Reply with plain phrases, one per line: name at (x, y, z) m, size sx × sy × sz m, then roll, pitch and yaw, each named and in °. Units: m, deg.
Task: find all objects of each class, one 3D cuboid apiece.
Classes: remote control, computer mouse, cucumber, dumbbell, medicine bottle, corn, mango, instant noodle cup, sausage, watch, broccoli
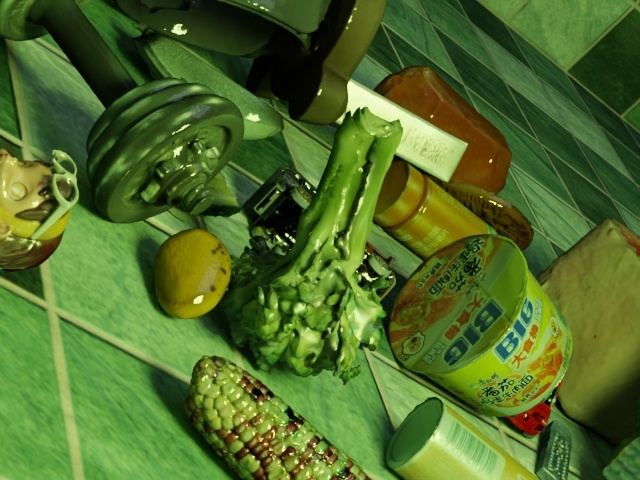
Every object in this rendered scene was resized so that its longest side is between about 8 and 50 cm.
remote control at (0.302, 0.277, 2.092) m, size 0.043 × 0.027 × 0.152 m, roll 50°, pitch 20°, yaw -7°
computer mouse at (-0.151, -0.185, 2.008) m, size 0.229 × 0.068 × 0.113 m, roll 33°, pitch -1°, yaw 0°
cucumber at (-0.144, -0.053, 1.794) m, size 0.107 × 0.035 × 0.067 m, roll 11°, pitch 40°, yaw -46°
dumbbell at (-0.234, -0.187, 1.672) m, size 0.406 × 0.179 × 0.179 m, roll 53°, pitch 20°, yaw 16°
medicine bottle at (0.256, 0.329, 1.772) m, size 0.426 × 0.108 × 0.108 m, roll 40°, pitch 20°, yaw -14°
corn at (-0.027, 0.203, 1.466) m, size 0.253 × 0.086 × 0.086 m, roll 42°, pitch 19°, yaw -5°
mango at (-0.129, 0.034, 1.611) m, size 0.079 × 0.057 × 0.114 m, roll 5°, pitch 40°, yaw 6°
instant noodle cup at (0.207, 0.110, 1.984) m, size 0.153 × 0.205 × 0.205 m, roll 40°, pitch 19°, yaw -36°
sausage at (0.182, -0.160, 2.534) m, size 0.268 × 0.141 × 0.153 m, roll 39°, pitch 20°, yaw -26°
medicine bottle at (0.158, -0.023, 2.282) m, size 0.192 × 0.096 × 0.096 m, roll 36°, pitch 21°, yaw -28°
watch at (-0.109, -0.330, 2.084) m, size 0.327 × 0.314 × 0.335 m, roll 20°, pitch -8°, yaw -22°
broccoli at (-0.012, 0.010, 1.625) m, size 0.177 × 0.275 × 0.198 m, roll 28°, pitch 35°, yaw 20°

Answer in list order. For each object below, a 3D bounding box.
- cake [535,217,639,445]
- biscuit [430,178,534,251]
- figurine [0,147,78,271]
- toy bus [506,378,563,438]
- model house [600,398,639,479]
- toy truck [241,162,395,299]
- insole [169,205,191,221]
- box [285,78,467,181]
cake at (0.456, 0.148, 2.372) m, size 0.309 × 0.230 × 0.237 m, roll 29°, pitch 23°, yaw -39°
biscuit at (0.220, -0.032, 2.368) m, size 0.188 × 0.027 × 0.188 m, roll 22°, pitch -19°, yaw 8°
figurine at (-0.316, -0.054, 1.331) m, size 0.240 × 0.116 × 0.175 m, roll 28°, pitch 23°, yaw -29°
toy bus at (0.266, 0.172, 2.127) m, size 0.081 × 0.089 × 0.195 m, roll 39°, pitch 21°, yaw -18°
model house at (0.515, 0.314, 2.126) m, size 0.321 × 0.266 × 0.261 m, roll 43°, pitch -11°, yaw 7°
toy truck at (0.000, 0.000, 1.927) m, size 0.192 × 0.083 × 0.092 m, roll 42°, pitch 14°, yaw -10°
insole at (-0.180, -0.087, 1.843) m, size 0.065 × 0.004 × 0.197 m, roll 31°, pitch 25°, yaw -37°
box at (0.073, -0.170, 2.303) m, size 0.243 × 0.067 × 0.155 m, roll 27°, pitch -1°, yaw -15°
